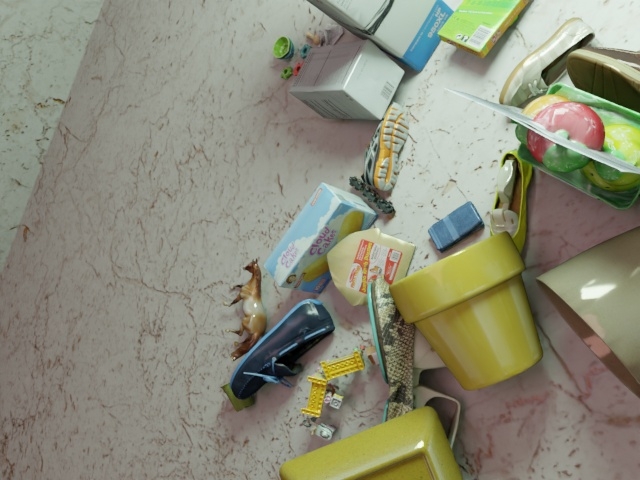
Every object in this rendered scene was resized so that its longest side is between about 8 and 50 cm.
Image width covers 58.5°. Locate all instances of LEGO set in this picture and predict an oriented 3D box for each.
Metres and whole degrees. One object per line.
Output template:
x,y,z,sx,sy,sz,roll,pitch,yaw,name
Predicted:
0.046,0.326,1.363,0.132,0.107,0.287,34,101,3,LEGO set

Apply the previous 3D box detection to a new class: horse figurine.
-0.207,0.200,1.600,0.175,0.066,0.263,-24,64,41,horse figurine

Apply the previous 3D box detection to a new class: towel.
0.295,-0.030,1.248,0.119,0.029,0.067,-37,60,29,towel

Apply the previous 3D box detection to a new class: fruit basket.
0.419,-0.160,0.963,0.327,0.353,0.165,40,123,37,fruit basket

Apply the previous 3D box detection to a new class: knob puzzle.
0.108,0.063,1.356,0.213,0.030,0.213,-1,87,17,knob puzzle

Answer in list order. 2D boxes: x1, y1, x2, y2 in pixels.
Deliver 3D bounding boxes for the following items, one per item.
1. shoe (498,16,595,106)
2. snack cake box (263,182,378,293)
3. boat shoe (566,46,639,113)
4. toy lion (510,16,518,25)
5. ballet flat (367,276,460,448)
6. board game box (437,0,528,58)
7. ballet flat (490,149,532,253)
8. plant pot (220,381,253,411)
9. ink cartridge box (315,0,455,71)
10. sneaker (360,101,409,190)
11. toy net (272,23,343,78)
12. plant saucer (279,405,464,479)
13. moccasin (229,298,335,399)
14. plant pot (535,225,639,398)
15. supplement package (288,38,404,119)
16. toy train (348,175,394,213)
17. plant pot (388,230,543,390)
0.453,-0.349,1.150,0.219,0.077,0.058,-47,50,20,shoe
0.000,0.000,1.408,0.264,0.152,0.089,-54,52,18,snack cake box
0.601,-0.276,1.004,0.123,0.123,0.342,-40,45,-8,boat shoe
0.387,-0.503,1.270,0.096,0.034,0.100,-43,56,17,toy lion
0.199,0.316,1.198,0.182,0.164,0.482,-3,84,18,ballet flat
0.385,-0.527,1.242,0.124,0.039,0.259,41,97,36,board game box
0.377,-0.073,1.156,0.077,0.077,0.230,7,86,40,ballet flat
-0.221,0.422,1.562,0.083,0.083,0.079,-33,73,31,plant pot
0.079,-0.579,1.301,0.285,0.395,0.166,45,110,36,ink cartridge box
0.148,-0.229,1.381,0.083,0.084,0.214,15,89,50,sneaker
-0.039,-0.547,1.624,0.232,0.045,0.122,-11,74,38,toy net
0.128,0.529,1.069,0.333,0.081,0.332,-21,84,-3,plant saucer
-0.102,0.297,1.443,0.117,0.138,0.342,48,110,23,moccasin
0.538,0.073,0.906,0.274,0.256,0.256,-41,56,8,plant pot
0.058,-0.389,1.405,0.244,0.134,0.139,20,82,54,supplement package
0.125,-0.114,1.404,0.158,0.036,0.027,45,123,35,toy train
0.293,0.140,1.086,0.254,0.254,0.238,-31,79,31,plant pot
